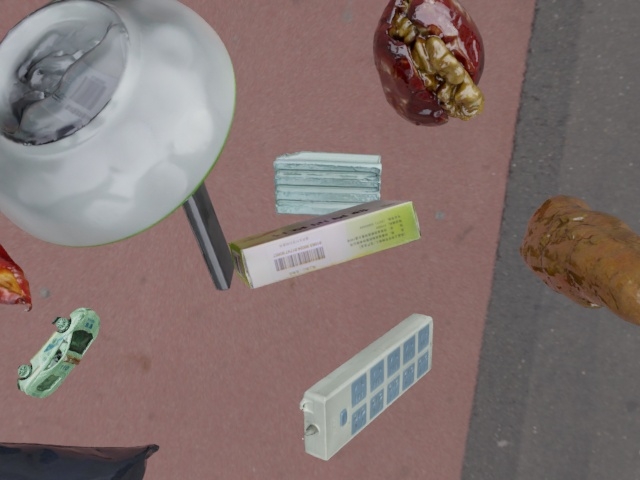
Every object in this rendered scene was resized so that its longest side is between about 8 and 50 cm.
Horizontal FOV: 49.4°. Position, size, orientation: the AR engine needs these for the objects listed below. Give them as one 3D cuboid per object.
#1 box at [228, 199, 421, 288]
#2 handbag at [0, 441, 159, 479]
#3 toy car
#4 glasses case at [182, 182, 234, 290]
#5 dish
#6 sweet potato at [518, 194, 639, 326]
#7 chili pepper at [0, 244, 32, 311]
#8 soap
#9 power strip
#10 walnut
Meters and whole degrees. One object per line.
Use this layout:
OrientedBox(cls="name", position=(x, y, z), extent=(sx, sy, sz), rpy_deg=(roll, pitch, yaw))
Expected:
OrientedBox(cls="box", position=(-0.001, 0.000, 1.054), extent=(0.260, 0.175, 0.062), rpy_deg=(-16, 97, -12))
OrientedBox(cls="handbag", position=(-0.233, 0.253, 0.512), extent=(0.254, 0.088, 0.211), rpy_deg=(21, 64, -46))
OrientedBox(cls="toy car", position=(-0.467, 0.205, 1.258), extent=(0.058, 0.093, 0.186), rpy_deg=(34, 83, 28))
OrientedBox(cls="glasses case", position=(-0.189, -0.011, 1.156), extent=(0.042, 0.072, 0.191), rpy_deg=(-14, 121, 3))
OrientedBox(cls="dish", position=(-0.264, -0.164, 0.758), extent=(0.324, 0.124, 0.324), rpy_deg=(-5, 69, 14))
OrientedBox(cls="sweet potato", position=(0.260, 0.013, 0.700), extent=(0.106, 0.354, 0.095), rpy_deg=(-2, 102, 10))
OrientedBox(cls="chili pepper", position=(-0.206, 0.006, 0.403), extent=(0.045, 0.178, 0.027), rpy_deg=(-55, 141, -19))
OrientedBox(cls="soap", position=(0.013, -0.105, 1.303), extent=(0.198, 0.063, 0.115), rpy_deg=(3, 119, 2))
OrientedBox(cls="power strip", position=(0.083, 0.224, 1.107), extent=(0.367, 0.043, 0.106), rpy_deg=(-25, 118, -50))
OrientedBox(cls="walnut", position=(0.210, -0.338, 1.326), extent=(0.221, 0.269, 0.244), rpy_deg=(-36, 58, 14))
